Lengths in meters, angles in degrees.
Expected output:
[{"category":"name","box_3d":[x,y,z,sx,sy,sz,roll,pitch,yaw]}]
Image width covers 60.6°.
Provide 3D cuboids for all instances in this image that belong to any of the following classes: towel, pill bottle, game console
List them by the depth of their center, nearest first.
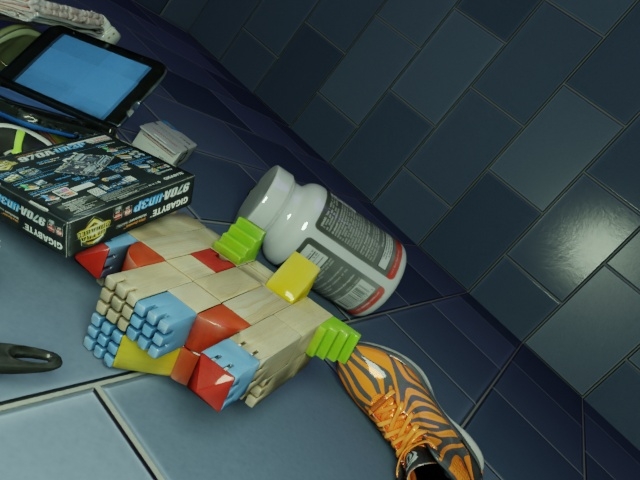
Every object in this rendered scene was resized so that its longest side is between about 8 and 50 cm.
[{"category":"game console","box_3d":[-0.457,-0.285,0.902,0.293,0.173,0.250,23,7,18]},{"category":"towel","box_3d":[-0.656,-0.474,1.117,0.317,0.053,0.332,9,16,0]},{"category":"pill bottle","box_3d":[0.000,0.000,1.250,0.363,0.210,0.210,35,16,-18]}]

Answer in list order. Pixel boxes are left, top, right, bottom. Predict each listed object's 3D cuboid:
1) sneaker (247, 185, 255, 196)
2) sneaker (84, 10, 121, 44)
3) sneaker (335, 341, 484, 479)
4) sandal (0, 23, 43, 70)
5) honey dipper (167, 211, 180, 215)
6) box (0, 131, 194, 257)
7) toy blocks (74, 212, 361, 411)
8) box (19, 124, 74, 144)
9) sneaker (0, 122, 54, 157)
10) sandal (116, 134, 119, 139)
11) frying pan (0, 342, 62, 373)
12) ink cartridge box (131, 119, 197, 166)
[{"category":"sneaker","box_3d":[-0.029,-0.049,1.462,0.385,0.145,0.147,33,11,-38]},{"category":"sneaker","box_3d":[-0.594,-0.488,1.329,0.108,0.169,0.292,39,16,-8]},{"category":"sneaker","box_3d":[0.140,0.301,0.882,0.321,0.124,0.180,42,14,10]},{"category":"sandal","box_3d":[-0.573,-0.357,1.116,0.086,0.120,0.303,54,15,1]},{"category":"honey dipper","box_3d":[-0.239,-0.007,1.061,0.161,0.030,0.030,41,14,-10]},{"category":"box","box_3d":[-0.303,-0.071,0.717,0.175,0.051,0.220,25,30,17]},{"category":"toy blocks","box_3d":[-0.171,0.088,0.705,0.381,0.190,0.261,33,21,18]},{"category":"box","box_3d":[-0.414,-0.140,0.960,0.087,0.058,0.232,45,16,18]},{"category":"sneaker","box_3d":[-0.397,-0.082,0.784,0.235,0.084,0.097,36,16,-12]},{"category":"sandal","box_3d":[-0.451,-0.220,1.063,0.240,0.079,0.088,26,20,-42]},{"category":"frying pan","box_3d":[-0.391,0.071,0.421,0.197,0.053,0.326,44,14,16]},{"category":"ink cartridge box","box_3d":[-0.374,-0.226,1.301,0.104,0.060,0.180,38,15,-7]}]
